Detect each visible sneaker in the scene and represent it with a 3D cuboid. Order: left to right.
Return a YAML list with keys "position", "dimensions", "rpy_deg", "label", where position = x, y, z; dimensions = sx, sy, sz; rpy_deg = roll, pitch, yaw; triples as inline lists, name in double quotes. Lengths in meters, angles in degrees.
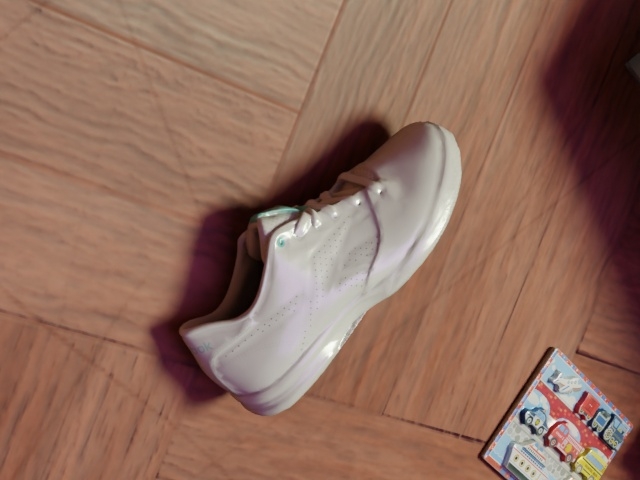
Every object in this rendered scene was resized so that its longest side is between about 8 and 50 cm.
- position: [0.000, 0.000, 1.096]
  dimensions: [0.094, 0.080, 0.212]
  rpy_deg: [43, 78, -29]
  label: "sneaker"

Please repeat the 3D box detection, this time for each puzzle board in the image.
- position: [0.178, 0.148, 1.341]
  dimensions: [0.128, 0.011, 0.096]
  rpy_deg: [43, 77, -41]
  label: "puzzle board"

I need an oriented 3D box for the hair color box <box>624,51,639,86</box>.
- position: [0.401, -0.027, 1.262]
  dimensions: [0.185, 0.113, 0.374]
  rpy_deg: [-38, 107, 11]
  label: "hair color box"
